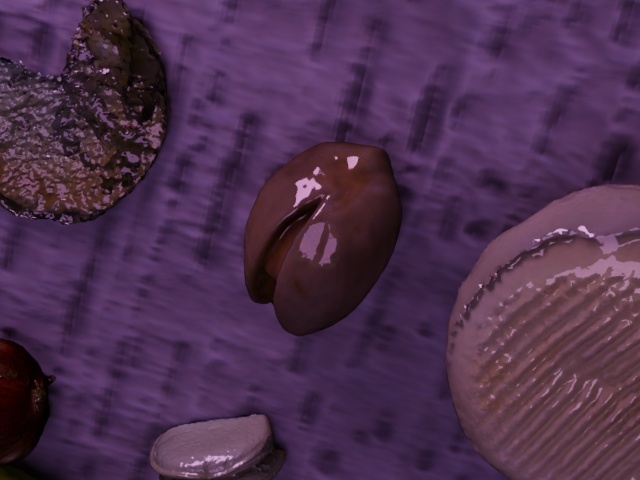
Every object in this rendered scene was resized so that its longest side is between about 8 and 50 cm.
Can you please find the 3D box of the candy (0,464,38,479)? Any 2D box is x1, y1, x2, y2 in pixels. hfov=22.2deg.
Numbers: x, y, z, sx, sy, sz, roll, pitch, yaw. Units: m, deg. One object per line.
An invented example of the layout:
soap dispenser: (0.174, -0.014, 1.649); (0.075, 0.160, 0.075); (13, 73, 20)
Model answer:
candy: (-0.276, 0.265, 1.511); (0.209, 0.097, 0.097); (40, 115, -2)

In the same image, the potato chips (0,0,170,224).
potato chips: (-0.221, -0.114, 1.370); (0.220, 0.029, 0.202); (-28, 106, 24)

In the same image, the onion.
onion: (-0.294, 0.147, 1.453); (0.119, 0.118, 0.117); (-15, 106, 17)

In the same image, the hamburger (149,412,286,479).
hamburger: (-0.097, 0.197, 1.447); (0.121, 0.084, 0.054); (-2, 115, 14)

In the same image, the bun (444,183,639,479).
bun: (0.237, 0.080, 1.297); (0.287, 0.146, 0.287); (5, 117, 10)

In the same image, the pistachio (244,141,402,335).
pistachio: (0.000, 0.000, 1.331); (0.124, 0.124, 0.185); (28, 132, -2)
